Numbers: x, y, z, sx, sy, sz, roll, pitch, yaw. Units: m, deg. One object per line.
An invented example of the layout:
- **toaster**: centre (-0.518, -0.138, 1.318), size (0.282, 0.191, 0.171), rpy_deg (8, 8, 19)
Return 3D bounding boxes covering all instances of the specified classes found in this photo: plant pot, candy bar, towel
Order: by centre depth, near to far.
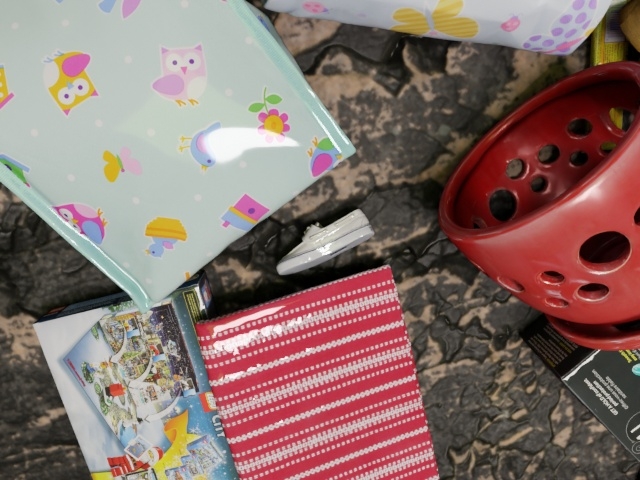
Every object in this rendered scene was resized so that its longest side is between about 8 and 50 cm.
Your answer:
- **plant pot**: centre (0.221, -0.017, 0.454), size (0.191, 0.191, 0.174), rpy_deg (-43, 109, 7)
- **candy bar**: centre (0.263, -0.162, 0.504), size (0.040, 0.018, 0.161), rpy_deg (-5, 103, -5)
- **towel**: centre (0.008, 0.176, 0.545), size (0.199, 0.031, 0.275), rpy_deg (-17, 103, -13)

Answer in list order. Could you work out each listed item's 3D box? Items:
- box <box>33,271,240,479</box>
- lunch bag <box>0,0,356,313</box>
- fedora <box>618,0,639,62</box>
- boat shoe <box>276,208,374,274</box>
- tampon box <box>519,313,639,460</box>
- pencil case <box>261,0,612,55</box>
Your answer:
- **box**: centre (-0.161, 0.162, 0.549), size (0.159, 0.044, 0.233), rpy_deg (-14, 103, 0)
- **lunch bag**: centre (-0.139, -0.116, 0.429), size (0.223, 0.160, 0.262), rpy_deg (-38, 107, 7)
- **fedora**: centre (0.331, -0.133, 0.465), size (0.194, 0.194, 0.079), rpy_deg (11, 139, -5)
- **boat shoe**: centre (0.000, 0.000, 0.527), size (0.100, 0.035, 0.035), rpy_deg (-27, 75, 8)
- **tampon box**: centre (0.303, 0.096, 0.523), size (0.161, 0.101, 0.120), rpy_deg (-43, 101, 8)
- **pencil case**: centre (0.086, -0.219, 0.417), size (0.273, 0.113, 0.124), rpy_deg (5, 83, -13)
